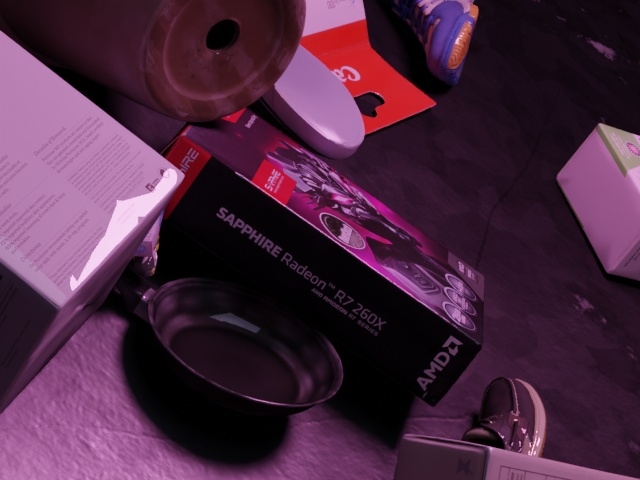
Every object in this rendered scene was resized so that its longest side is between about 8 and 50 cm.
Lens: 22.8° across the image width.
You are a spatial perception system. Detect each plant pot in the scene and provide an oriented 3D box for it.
[{"bbox_3d":[-0.165,-0.272,1.602,0.323,0.323,0.280,3,31,-43],"label":"plant pot"}]

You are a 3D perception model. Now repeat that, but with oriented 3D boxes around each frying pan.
[{"bbox_3d":[-0.133,0.084,1.486,0.326,0.053,0.197,17,26,-16],"label":"frying pan"}]

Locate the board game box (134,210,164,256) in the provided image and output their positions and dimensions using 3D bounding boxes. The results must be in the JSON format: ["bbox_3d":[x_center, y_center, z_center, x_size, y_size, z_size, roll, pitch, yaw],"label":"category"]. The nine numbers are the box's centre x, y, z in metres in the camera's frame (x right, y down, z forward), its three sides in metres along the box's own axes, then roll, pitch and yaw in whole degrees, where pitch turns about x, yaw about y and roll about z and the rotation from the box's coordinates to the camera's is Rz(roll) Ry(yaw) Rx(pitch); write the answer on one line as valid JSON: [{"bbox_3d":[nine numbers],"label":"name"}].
[{"bbox_3d":[-0.197,-0.016,1.499,0.090,0.020,0.090,2,30,1],"label":"board game box"}]

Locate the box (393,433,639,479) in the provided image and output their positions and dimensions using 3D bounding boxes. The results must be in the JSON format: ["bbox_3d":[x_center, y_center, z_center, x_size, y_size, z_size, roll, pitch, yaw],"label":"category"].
[{"bbox_3d":[0.213,0.275,1.462,0.311,0.121,0.148,18,80,-35],"label":"box"}]

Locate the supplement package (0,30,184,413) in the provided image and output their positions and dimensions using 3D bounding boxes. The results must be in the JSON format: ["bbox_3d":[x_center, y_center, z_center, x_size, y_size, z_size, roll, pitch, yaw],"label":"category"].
[{"bbox_3d":[-0.296,-0.026,1.302,0.263,0.198,0.199,38,43,0],"label":"supplement package"}]

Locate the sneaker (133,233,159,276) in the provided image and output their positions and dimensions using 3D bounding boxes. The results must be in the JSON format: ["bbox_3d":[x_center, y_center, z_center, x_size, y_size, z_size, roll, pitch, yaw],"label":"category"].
[{"bbox_3d":[-0.173,0.009,1.512,0.035,0.031,0.083,3,29,0],"label":"sneaker"}]

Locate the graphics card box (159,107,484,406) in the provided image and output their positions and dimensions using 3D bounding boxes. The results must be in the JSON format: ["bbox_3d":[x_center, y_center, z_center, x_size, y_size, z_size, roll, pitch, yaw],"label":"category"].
[{"bbox_3d":[0.000,0.000,1.653,0.371,0.094,0.233,36,16,-4],"label":"graphics card box"}]

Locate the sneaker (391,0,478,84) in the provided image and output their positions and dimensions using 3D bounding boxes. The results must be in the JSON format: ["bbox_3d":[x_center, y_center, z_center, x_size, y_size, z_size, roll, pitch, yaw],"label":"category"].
[{"bbox_3d":[0.155,-0.321,2.281,0.131,0.112,0.296,16,33,-3],"label":"sneaker"}]

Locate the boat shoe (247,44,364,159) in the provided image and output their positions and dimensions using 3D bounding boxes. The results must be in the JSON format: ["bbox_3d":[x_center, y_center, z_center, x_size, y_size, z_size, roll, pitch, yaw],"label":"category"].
[{"bbox_3d":[-0.075,-0.179,1.841,0.306,0.105,0.113,42,35,19],"label":"boat shoe"}]

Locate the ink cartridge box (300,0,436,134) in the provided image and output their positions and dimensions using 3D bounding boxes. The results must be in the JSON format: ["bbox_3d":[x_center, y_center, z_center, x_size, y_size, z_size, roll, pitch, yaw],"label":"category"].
[{"bbox_3d":[-0.031,-0.304,2.059,0.385,0.091,0.308,45,32,13],"label":"ink cartridge box"}]

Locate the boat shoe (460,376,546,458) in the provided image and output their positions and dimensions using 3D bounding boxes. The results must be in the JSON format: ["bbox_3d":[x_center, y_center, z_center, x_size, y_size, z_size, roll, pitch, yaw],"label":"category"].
[{"bbox_3d":[0.179,0.213,1.615,0.073,0.080,0.223,32,36,-19],"label":"boat shoe"}]

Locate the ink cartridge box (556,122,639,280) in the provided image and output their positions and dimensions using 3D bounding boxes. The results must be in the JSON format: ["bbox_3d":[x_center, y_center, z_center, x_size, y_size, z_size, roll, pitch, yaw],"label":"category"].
[{"bbox_3d":[0.491,-0.032,2.202,0.273,0.115,0.198,13,37,-32],"label":"ink cartridge box"}]
